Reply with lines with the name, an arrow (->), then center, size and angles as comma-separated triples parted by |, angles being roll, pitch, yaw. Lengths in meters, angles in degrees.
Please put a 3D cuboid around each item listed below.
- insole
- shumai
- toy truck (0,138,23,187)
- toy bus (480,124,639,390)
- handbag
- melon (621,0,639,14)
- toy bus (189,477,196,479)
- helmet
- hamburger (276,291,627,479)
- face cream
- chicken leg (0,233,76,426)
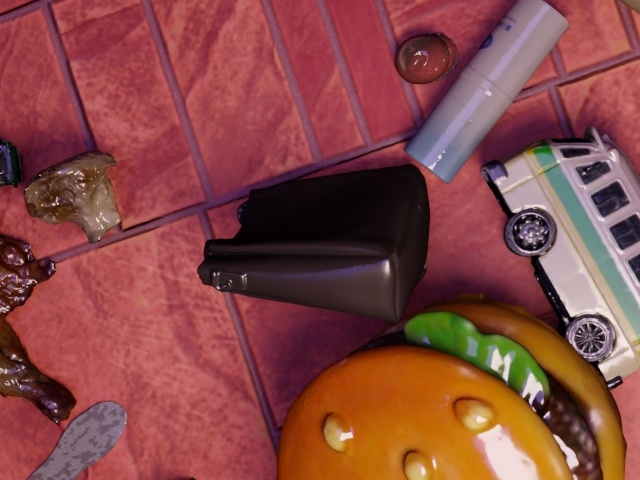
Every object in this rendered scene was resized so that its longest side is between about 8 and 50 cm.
insole -> -0.336, 0.293, 1.668 | 0.065, 0.006, 0.193 | 43, 97, 6
shumai -> -0.318, -0.051, 1.606 | 0.145, 0.145, 0.116 | -21, 97, 9
toy truck -> -0.477, -0.093, 1.653 | 0.147, 0.079, 0.065 | -9, 88, 10
toy bus -> 0.332, 0.009, 1.486 | 0.179, 0.143, 0.305 | -29, 85, 6
handbag -> 0.000, 0.001, 1.479 | 0.257, 0.285, 0.113 | 2, 116, 12
melon -> 0.456, -0.372, 1.402 | 0.330, 0.268, 0.268 | 25, 94, 1
toy bus -> -0.162, 0.416, 1.597 | 0.103, 0.091, 0.182 | -35, 83, 10
helmet -> 0.134, -0.236, 1.564 | 0.084, 0.049, 0.065 | -16, 86, 10
hamburger -> 0.143, 0.286, 1.392 | 0.396, 0.277, 0.396 | 10, 110, 28
face cream -> 0.208, -0.191, 1.538 | 0.077, 0.077, 0.250 | 37, 95, 7
chicken leg -> -0.438, 0.103, 1.652 | 0.177, 0.083, 0.322 | -9, 86, -5
